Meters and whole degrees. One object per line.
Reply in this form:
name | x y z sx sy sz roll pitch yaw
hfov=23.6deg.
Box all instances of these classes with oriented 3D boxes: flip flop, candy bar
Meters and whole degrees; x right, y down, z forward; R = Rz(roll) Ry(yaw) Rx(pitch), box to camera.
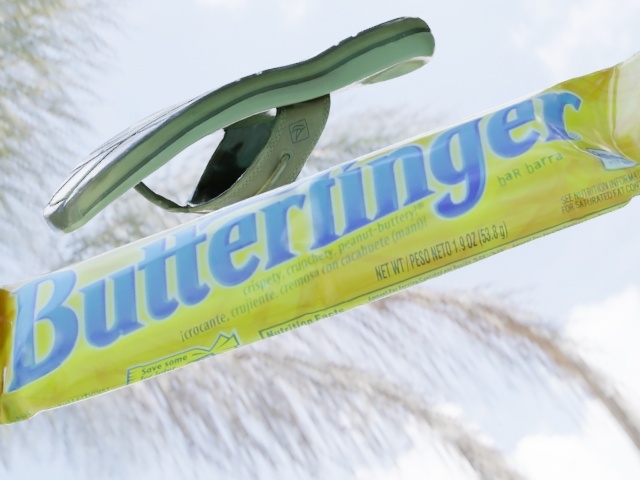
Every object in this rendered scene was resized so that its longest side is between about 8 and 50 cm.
flip flop | -0.038 -0.061 0.937 0.277 0.080 0.112 -25 7 -29
candy bar | 0.000 0.000 0.320 0.161 0.040 0.018 -19 -41 2
